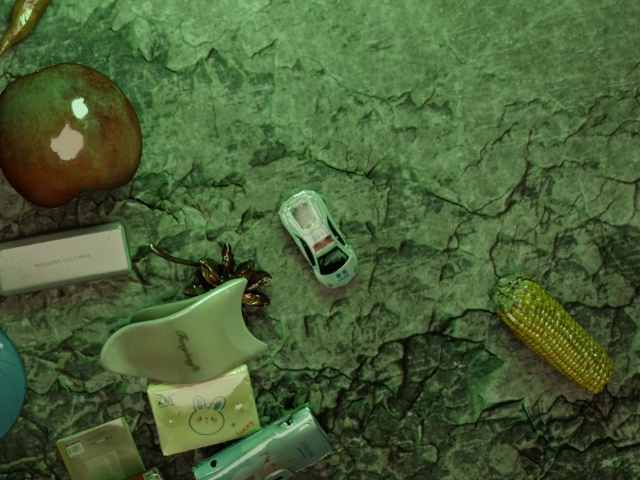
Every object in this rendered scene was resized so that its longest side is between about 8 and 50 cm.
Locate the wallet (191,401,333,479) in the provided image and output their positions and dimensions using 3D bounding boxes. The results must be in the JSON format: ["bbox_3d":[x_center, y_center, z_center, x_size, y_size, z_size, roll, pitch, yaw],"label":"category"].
[{"bbox_3d":[-0.105,0.414,1.781,0.250,0.075,0.176,-30,146,-2],"label":"wallet"}]

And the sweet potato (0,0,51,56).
[{"bbox_3d":[-0.514,-0.397,1.622,0.056,0.056,0.195,28,87,-12],"label":"sweet potato"}]

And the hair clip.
[{"bbox_3d":[-0.258,0.179,1.704,0.282,0.113,0.173,-6,122,11],"label":"hair clip"}]

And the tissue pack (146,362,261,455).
[{"bbox_3d":[-0.223,0.314,1.776,0.196,0.092,0.148,-13,104,-5],"label":"tissue pack"}]

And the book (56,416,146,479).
[{"bbox_3d":[-0.415,0.454,1.813,0.138,0.016,0.199,-20,102,-5],"label":"book"}]

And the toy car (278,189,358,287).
[{"bbox_3d":[0.000,0.000,1.771,0.095,0.056,0.205,-32,102,-3],"label":"toy car"}]

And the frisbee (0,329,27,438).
[{"bbox_3d":[-0.696,0.273,1.723,0.289,0.049,0.290,-1,100,-8],"label":"frisbee"}]

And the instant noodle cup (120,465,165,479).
[{"bbox_3d":[-0.354,0.500,1.768,0.135,0.127,0.127,-27,103,-12],"label":"instant noodle cup"}]

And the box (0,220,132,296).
[{"bbox_3d":[-0.475,0.032,1.708,0.243,0.055,0.103,-10,102,-7],"label":"box"}]

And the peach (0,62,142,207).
[{"bbox_3d":[-0.435,-0.182,1.588,0.252,0.252,0.252,-1,101,-8],"label":"peach"}]

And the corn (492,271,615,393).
[{"bbox_3d":[0.462,0.187,1.846,0.318,0.115,0.115,42,92,-13],"label":"corn"}]

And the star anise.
[{"bbox_3d":[-0.191,0.065,1.740,0.177,0.073,0.234,-25,119,5],"label":"star anise"}]
